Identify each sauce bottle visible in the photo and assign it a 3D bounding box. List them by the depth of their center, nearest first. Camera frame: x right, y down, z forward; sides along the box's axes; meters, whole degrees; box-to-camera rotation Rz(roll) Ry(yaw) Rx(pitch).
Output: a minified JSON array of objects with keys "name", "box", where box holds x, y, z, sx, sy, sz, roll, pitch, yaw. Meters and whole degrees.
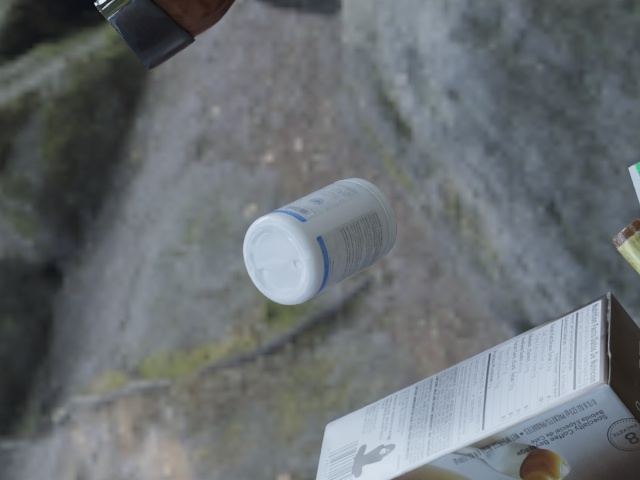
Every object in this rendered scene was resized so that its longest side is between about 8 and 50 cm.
[{"name":"sauce bottle","box":[0.358,0.036,1.985,0.128,0.042,0.042,52,147,8]}]

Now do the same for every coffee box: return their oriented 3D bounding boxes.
[{"name":"coffee box","box":[0.135,0.159,1.333,0.246,0.141,0.098,-27,29,27]}]

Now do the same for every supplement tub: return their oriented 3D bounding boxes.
[{"name":"supplement tub","box":[0.000,0.000,1.417,0.071,0.107,0.071,15,116,34]}]

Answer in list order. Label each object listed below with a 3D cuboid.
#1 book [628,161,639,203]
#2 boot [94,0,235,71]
[{"name":"book","box":[0.327,-0.008,1.740,0.096,0.035,0.144,122,129,-84]},{"name":"boot","box":[-0.105,-0.314,1.576,0.264,0.280,0.096,50,179,-27]}]
